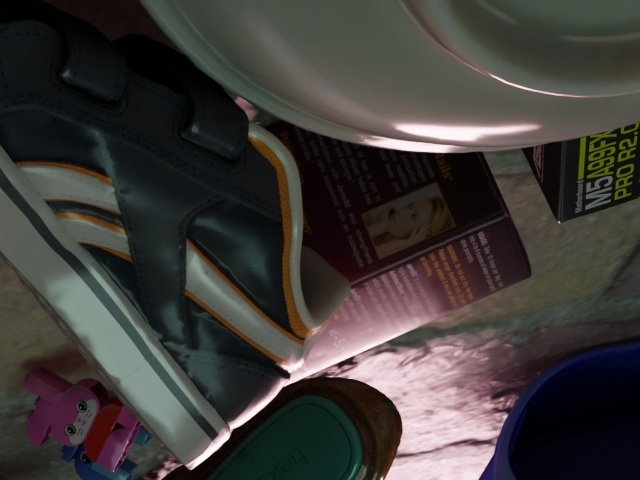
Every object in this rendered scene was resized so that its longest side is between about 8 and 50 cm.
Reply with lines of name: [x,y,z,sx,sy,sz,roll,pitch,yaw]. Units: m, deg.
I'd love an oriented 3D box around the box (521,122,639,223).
box: [0.210,-0.131,0.906,0.216,0.060,0.270,-18,150,-5]

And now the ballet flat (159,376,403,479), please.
ballet flat: [-0.075,0.198,1.230,0.342,0.116,0.124,-40,165,21]

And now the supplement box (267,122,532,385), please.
supplement box: [0.000,0.000,0.937,0.188,0.104,0.081,-24,151,4]

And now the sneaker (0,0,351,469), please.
sneaker: [-0.099,-0.042,0.772,0.127,0.126,0.321,-41,132,-6]

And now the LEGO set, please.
LEGO set: [-0.179,0.161,1.099,0.227,0.093,0.087,-63,174,14]

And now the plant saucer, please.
plant saucer: [0.115,-0.163,0.675,0.400,0.100,0.400,-13,138,-12]

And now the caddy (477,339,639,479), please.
caddy: [0.271,0.189,1.285,0.341,0.241,0.179,-10,153,-20]
